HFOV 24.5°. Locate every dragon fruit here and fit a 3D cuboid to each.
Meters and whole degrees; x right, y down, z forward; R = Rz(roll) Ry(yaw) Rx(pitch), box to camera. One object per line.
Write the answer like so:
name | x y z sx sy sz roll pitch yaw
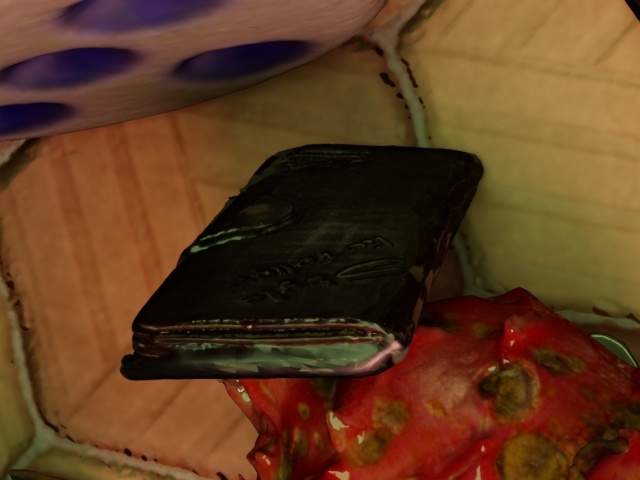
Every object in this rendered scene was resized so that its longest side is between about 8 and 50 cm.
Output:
dragon fruit | 0.066 0.118 0.670 0.268 0.210 0.205 35 127 13

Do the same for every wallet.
wallet | 0.000 0.000 0.678 0.122 0.232 0.031 0 113 15

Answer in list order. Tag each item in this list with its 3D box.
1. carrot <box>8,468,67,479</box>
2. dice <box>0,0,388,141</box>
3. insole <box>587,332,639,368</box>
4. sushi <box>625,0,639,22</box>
carrot | -0.194 0.243 0.661 0.224 0.341 0.224 0 92 12
dice | -0.135 -0.204 0.675 0.304 0.304 0.277 -9 86 14
insole | 0.144 0.123 0.748 0.053 0.002 0.152 1 88 14
sushi | 0.151 -0.207 0.688 0.139 0.131 0.291 -38 88 14
